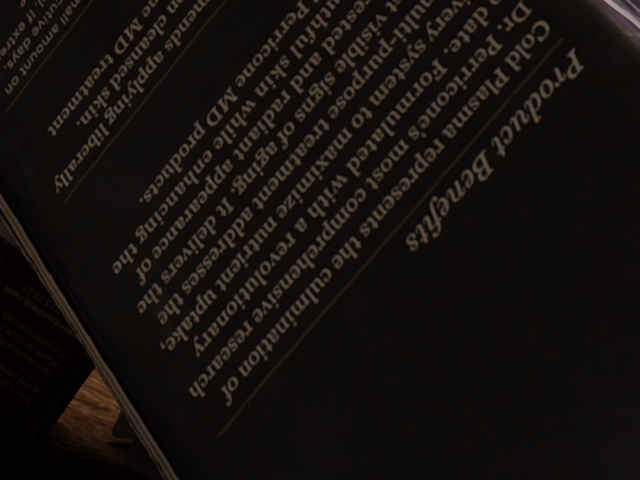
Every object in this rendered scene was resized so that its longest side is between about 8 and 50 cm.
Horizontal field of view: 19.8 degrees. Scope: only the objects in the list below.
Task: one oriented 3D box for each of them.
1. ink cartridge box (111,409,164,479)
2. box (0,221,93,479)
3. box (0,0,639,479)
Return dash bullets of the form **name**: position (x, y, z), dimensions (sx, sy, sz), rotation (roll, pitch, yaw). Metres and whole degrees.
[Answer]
- **ink cartridge box**: position (-0.052, 0.118, 1.182), dimensions (0.143, 0.092, 0.090), rotation (29, 15, 4)
- **box**: position (-0.201, 0.028, 1.055), dimensions (0.168, 0.167, 0.203), rotation (35, 16, -3)
- **box**: position (0.130, 0.026, 0.962), dimensions (0.480, 0.297, 0.472), rotation (22, 24, -49)
